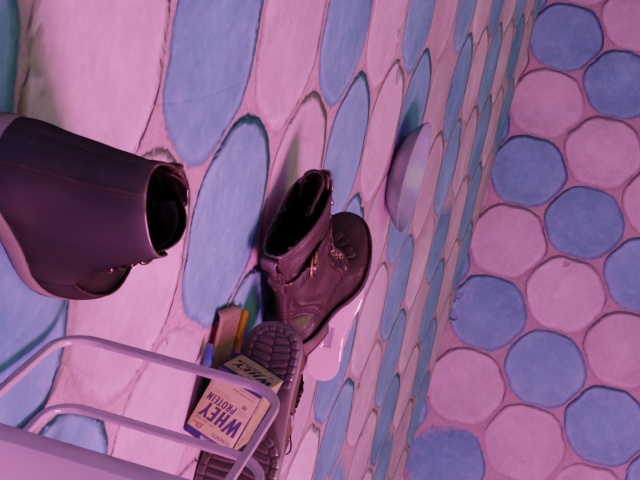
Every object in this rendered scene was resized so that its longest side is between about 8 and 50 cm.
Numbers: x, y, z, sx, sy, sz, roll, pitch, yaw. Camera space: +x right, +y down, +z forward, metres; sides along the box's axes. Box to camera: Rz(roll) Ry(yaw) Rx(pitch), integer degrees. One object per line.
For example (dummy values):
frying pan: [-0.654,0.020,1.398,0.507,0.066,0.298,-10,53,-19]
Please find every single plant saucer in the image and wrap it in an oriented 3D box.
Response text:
plant saucer: [0.144,-0.110,2.053,0.195,0.037,0.195,15,90,-77]

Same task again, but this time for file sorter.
file sorter: [-0.147,0.229,0.853,0.173,0.193,0.277,-54,156,-64]

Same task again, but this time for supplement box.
supplement box: [-0.091,0.174,1.286,0.083,0.056,0.083,-61,170,10]

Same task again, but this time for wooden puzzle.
wooden puzzle: [-0.105,0.107,1.296,0.116,0.014,0.078,16,85,-77]

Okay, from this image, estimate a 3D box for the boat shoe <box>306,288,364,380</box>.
boat shoe: [0.023,0.111,1.741,0.063,0.066,0.184,-81,179,-70]

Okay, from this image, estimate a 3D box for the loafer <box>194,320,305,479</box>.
loafer: [-0.068,0.216,1.374,0.087,0.094,0.251,27,83,-76]

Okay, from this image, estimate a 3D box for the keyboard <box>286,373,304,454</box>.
keyboard: [-0.050,0.276,1.666,0.100,0.038,0.192,79,27,-62]

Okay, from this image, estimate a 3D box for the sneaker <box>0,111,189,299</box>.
sneaker: [-0.136,-0.001,0.794,0.222,0.118,0.083,68,38,-69]

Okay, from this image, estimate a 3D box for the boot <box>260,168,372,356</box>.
boot: [0.000,0.000,1.444,0.229,0.091,0.263,91,21,-48]
